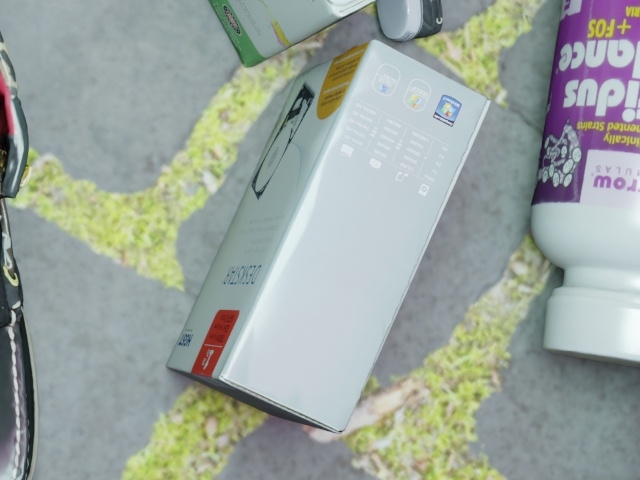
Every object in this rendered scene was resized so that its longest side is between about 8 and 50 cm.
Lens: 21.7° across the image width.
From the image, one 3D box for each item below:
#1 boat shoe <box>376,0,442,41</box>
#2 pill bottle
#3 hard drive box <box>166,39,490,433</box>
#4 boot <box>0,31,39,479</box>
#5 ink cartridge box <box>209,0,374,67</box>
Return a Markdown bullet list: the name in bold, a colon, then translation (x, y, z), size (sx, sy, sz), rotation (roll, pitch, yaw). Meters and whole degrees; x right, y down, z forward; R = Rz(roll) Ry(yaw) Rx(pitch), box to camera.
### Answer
- **boat shoe**: translation (0.061, -0.213, 1.195), size (0.040, 0.049, 0.142), rotation (-6, 91, -35)
- **pill bottle**: translation (0.239, -0.062, 1.174), size (0.169, 0.169, 0.301), rotation (10, 85, -16)
- **hard drive box**: translation (0.000, 0.000, 1.098), size (0.089, 0.181, 0.232), rotation (26, 81, -14)
- **boot**: translation (-0.236, -0.006, 0.973), size (0.138, 0.284, 0.377), rotation (-9, 90, -16)
- **ink cartridge box**: translation (-0.022, -0.211, 1.081), size (0.093, 0.212, 0.154), rotation (-30, 96, -15)
